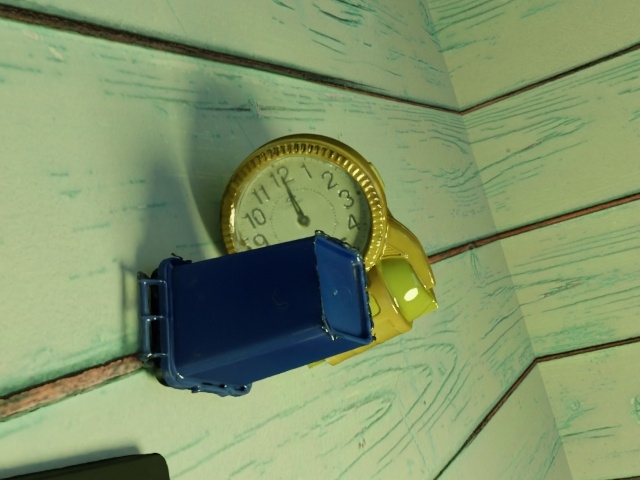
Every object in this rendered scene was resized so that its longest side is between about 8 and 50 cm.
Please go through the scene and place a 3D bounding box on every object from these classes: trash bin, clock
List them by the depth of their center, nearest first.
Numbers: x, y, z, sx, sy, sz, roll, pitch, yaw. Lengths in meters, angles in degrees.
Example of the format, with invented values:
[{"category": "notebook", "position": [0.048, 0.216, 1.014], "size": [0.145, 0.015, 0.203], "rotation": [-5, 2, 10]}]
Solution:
[{"category": "trash bin", "position": [-0.074, 0.081, 0.861], "size": [0.184, 0.234, 0.163], "rotation": [25, 53, -56]}, {"category": "clock", "position": [0.000, 0.000, 1.063], "size": [0.317, 0.244, 0.200], "rotation": [60, 9, -13]}]

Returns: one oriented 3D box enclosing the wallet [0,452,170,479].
[{"category": "wallet", "position": [-0.215, 0.281, 0.696], "size": [0.250, 0.044, 0.149], "rotation": [9, 62, -59]}]
